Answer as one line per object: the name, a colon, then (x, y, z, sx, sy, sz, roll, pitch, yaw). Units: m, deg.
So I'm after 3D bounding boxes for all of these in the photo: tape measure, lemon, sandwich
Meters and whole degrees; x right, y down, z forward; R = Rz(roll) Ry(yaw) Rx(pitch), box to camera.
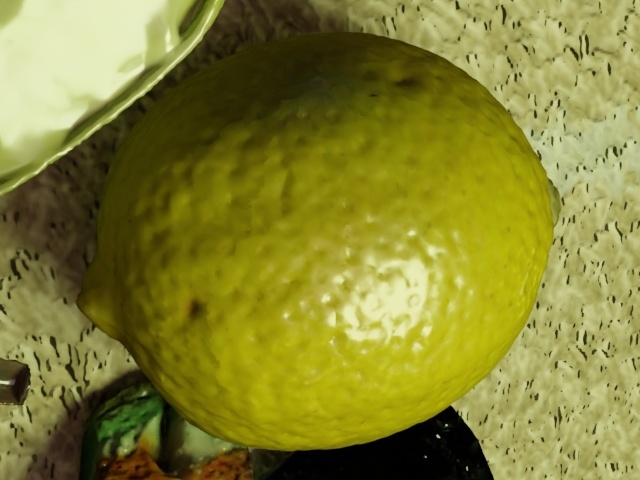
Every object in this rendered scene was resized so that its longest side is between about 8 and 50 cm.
tape measure: (0.041, 0.230, 0.969, 0.223, 0.135, 0.202, -31, 131, -5)
lemon: (0.001, 0.001, 0.790, 0.267, 0.267, 0.267, -10, 115, -22)
sandwich: (-0.108, 0.244, 0.875, 0.109, 0.212, 0.292, 5, 123, -12)

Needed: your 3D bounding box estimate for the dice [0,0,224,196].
dice: (-0.199, -0.165, 0.628, 0.233, 0.227, 0.238, -36, 123, -8)

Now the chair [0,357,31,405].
chair: (-0.350, 0.075, 0.694, 0.326, 0.175, 0.183, 13, 115, -36)
